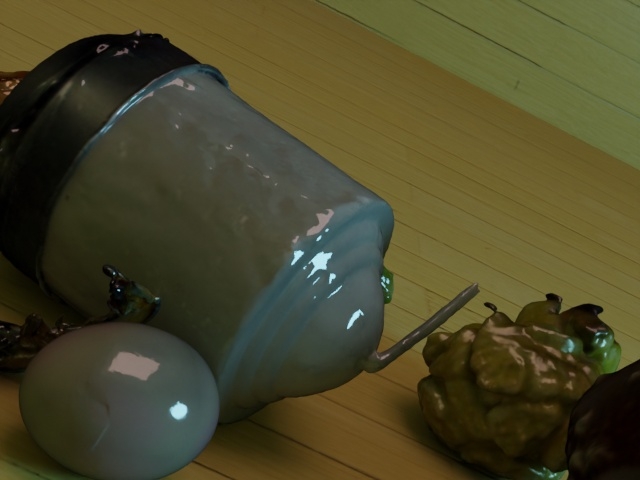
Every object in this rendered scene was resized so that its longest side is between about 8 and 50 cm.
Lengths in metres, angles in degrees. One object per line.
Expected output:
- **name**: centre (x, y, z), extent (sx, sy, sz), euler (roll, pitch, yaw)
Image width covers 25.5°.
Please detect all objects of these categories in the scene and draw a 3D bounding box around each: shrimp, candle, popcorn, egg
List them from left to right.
- **shrimp**: centre (-0.192, 0.052, 0.914), extent (0.195, 0.148, 0.035), euler (4, 66, -44)
- **egg**: centre (-0.127, 0.103, 0.904), extent (0.135, 0.103, 0.103), euler (12, 24, -39)
- **candle**: centre (-0.080, 0.005, 1.068), extent (0.342, 0.221, 0.221), euler (37, 19, 20)
- **popcorn**: centre (0.175, 0.127, 1.252), extent (0.168, 0.173, 0.195), euler (10, 24, 13)

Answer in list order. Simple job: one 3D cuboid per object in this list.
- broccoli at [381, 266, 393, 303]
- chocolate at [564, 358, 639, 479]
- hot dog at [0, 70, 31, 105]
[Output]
- **broccoli**: centre (-0.001, 0.002, 1.401), extent (0.204, 0.118, 0.122), euler (33, -9, -33)
- **chocolate**: centre (0.298, 0.207, 1.040), extent (0.225, 0.210, 0.340), euler (29, 39, -37)
- **hot dog**: centre (-0.195, -0.095, 1.333), extent (0.337, 0.100, 0.135), euler (6, -2, -35)
